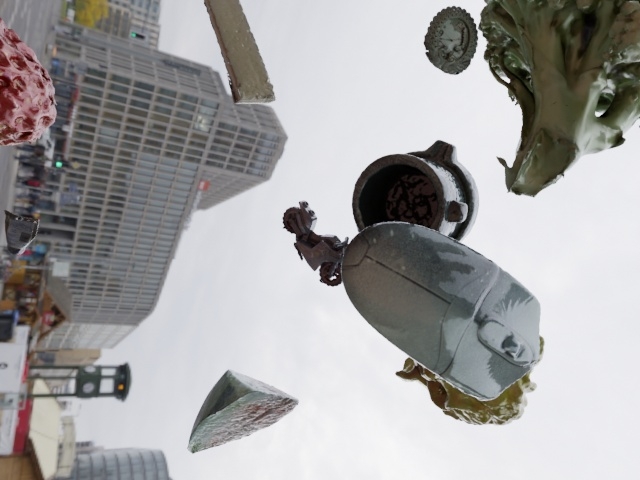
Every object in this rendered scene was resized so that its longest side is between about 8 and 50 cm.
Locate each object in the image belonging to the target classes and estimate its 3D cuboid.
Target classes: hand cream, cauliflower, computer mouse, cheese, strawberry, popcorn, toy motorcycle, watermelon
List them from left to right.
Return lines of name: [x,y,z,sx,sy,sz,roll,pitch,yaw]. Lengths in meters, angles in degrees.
strawberry: [-0.487,-0.224,0.715,0.233,0.178,0.234,-12,-114,28]
hand cream: [-0.609,-0.019,0.995,0.163,0.062,0.039,-38,-143,46]
cheese: [-0.181,-0.432,1.017,0.034,0.085,0.401,111,-36,-59]
watermelon: [-0.104,0.209,0.601,0.180,0.094,0.081,-31,-155,29]
toy motorcycle: [0.000,0.000,1.125,0.122,0.080,0.215,-39,-97,27]
computer mouse: [0.121,0.066,0.435,0.113,0.228,0.068,-60,-166,-3]
popcorn: [0.234,0.191,0.792,0.216,0.235,0.181,13,-119,23]
cauliflower: [0.345,-0.221,0.621,0.260,0.326,0.281,127,-24,-52]

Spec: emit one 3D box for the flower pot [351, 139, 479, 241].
flower pot: [0.251,-0.105,1.226,0.298,0.282,0.300,2,-86,31]

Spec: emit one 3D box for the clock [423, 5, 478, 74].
clock: [0.165,-0.251,0.614,0.083,0.074,0.010,-67,-162,-2]
